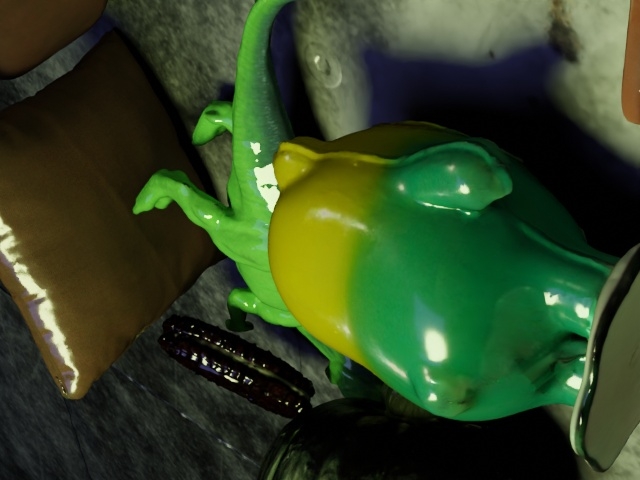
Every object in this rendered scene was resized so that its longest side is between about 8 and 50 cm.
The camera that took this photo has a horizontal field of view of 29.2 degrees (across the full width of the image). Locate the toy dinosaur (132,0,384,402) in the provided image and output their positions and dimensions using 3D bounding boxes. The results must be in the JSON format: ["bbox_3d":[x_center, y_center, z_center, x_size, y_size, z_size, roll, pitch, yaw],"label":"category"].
[{"bbox_3d":[0.000,0.000,1.194,0.374,0.144,0.500,46,154,-1],"label":"toy dinosaur"}]

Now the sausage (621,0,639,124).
[{"bbox_3d":[0.225,-0.143,0.842,0.030,0.035,0.147,5,131,12],"label":"sausage"}]

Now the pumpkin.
[{"bbox_3d":[0.083,0.236,1.226,0.296,0.296,0.295,33,145,28],"label":"pumpkin"}]

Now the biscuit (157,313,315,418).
[{"bbox_3d":[-0.092,0.140,1.365,0.195,0.053,0.194,25,168,6],"label":"biscuit"}]

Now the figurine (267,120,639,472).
[{"bbox_3d":[0.103,0.033,1.004,0.340,0.231,0.323,21,143,33],"label":"figurine"}]

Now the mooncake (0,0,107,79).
[{"bbox_3d":[-0.348,-0.324,1.259,0.326,0.174,0.334,42,164,26],"label":"mooncake"}]

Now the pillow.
[{"bbox_3d":[-0.238,-0.039,1.318,0.108,0.308,0.305,-9,114,37],"label":"pillow"}]
